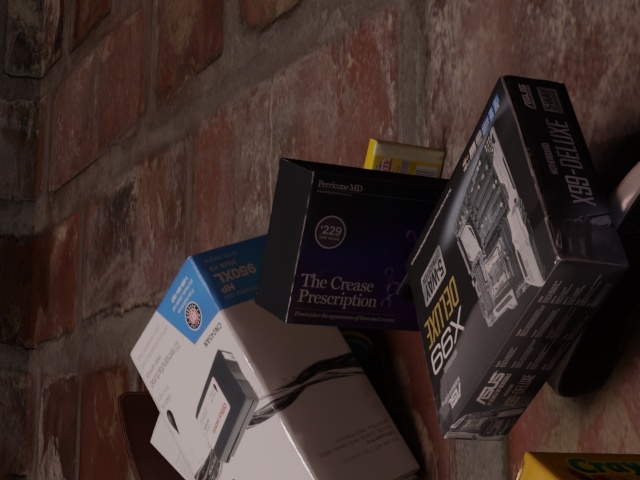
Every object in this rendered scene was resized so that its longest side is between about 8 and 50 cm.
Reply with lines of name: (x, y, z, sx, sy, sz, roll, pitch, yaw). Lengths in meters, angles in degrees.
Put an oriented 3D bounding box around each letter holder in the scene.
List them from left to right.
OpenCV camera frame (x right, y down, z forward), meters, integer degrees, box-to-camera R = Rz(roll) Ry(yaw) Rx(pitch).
letter holder: (-0.243, 0.412, 2.000, 0.302, 0.214, 0.152, 59, 136, 48)

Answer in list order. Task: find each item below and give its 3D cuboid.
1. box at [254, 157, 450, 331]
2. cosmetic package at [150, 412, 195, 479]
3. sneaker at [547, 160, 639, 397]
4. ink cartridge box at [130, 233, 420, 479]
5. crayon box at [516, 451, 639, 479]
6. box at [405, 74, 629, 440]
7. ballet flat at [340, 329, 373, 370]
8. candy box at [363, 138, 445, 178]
box: (0.070, 0.009, 1.420, 0.103, 0.261, 0.184, 23, 106, 62)
cosmetic package: (-0.153, 0.349, 1.864, 0.231, 0.117, 0.085, 38, 120, 34)
sneaker: (0.275, 0.016, 1.191, 0.123, 0.106, 0.290, 58, 137, 46)
ink cartridge box: (-0.076, 0.234, 1.634, 0.395, 0.166, 0.285, 58, 140, 20)
crayon box: (0.300, 0.265, 0.995, 0.318, 0.202, 0.081, 37, 118, 58)
box: (0.188, 0.025, 1.207, 0.307, 0.077, 0.242, 113, 157, -47)
ballet flat: (0.011, 0.184, 1.712, 0.232, 0.080, 0.073, -53, 11, 42)
candy box: (0.094, -0.027, 1.551, 0.027, 0.105, 0.205, -142, 62, -64)
